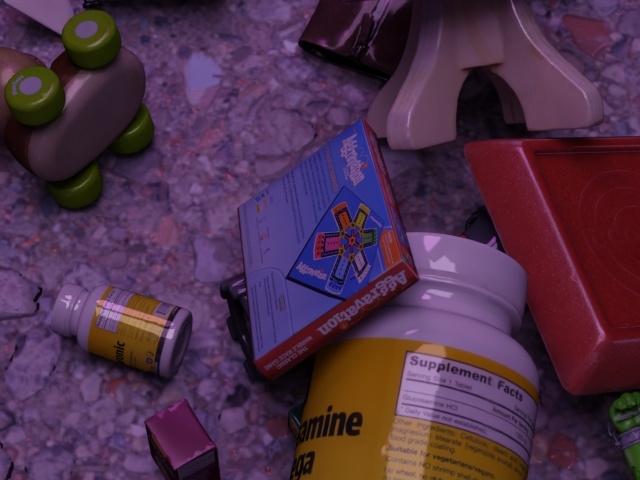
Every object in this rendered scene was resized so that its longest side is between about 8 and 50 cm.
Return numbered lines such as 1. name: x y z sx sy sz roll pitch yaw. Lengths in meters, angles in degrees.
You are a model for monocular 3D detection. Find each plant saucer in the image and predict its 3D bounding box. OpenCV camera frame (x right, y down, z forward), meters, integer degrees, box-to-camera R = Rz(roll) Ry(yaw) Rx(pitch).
1. plant saucer: 0.282 0.004 1.597 0.258 0.048 0.259 -3 58 -31

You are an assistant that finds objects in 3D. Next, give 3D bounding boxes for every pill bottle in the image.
1. pill bottle: 0.073 0.172 1.442 0.187 0.188 0.334 10 67 5
2. pill bottle: -0.178 0.076 1.605 0.116 0.065 0.065 17 63 9

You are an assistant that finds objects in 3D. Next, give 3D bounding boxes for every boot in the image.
1. boot: 0.121 -0.242 1.782 0.248 0.090 0.207 18 75 7

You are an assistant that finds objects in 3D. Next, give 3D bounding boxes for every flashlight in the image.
1. flashlight: 0.066 0.034 1.617 0.304 0.103 0.103 -20 91 -15

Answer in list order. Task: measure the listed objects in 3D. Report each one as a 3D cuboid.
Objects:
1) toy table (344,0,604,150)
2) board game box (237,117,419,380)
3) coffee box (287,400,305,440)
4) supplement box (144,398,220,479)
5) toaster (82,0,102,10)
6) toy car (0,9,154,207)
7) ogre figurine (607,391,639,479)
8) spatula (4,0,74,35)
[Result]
1. toy table: 0.135 -0.176 1.636 0.274 0.252 0.161 -12 99 -37
2. board game box: 0.000 0.000 1.501 0.145 0.027 0.281 -36 24 12
3. coffee box: 0.075 0.158 1.576 0.184 0.040 0.113 -29 68 -15
4. supplement box: -0.117 0.181 1.539 0.043 0.083 0.055 -28 65 -15
5. toaster: -0.159 -0.333 1.765 0.146 0.129 0.227 3 98 -2
6. toy car: -0.272 -0.148 1.686 0.188 0.155 0.149 29 65 28
7. ogre figurine: 0.335 0.202 1.520 0.197 0.097 0.118 25 60 -28
8. spatula: -0.322 -0.319 1.751 0.242 0.019 0.168 29 60 -36
